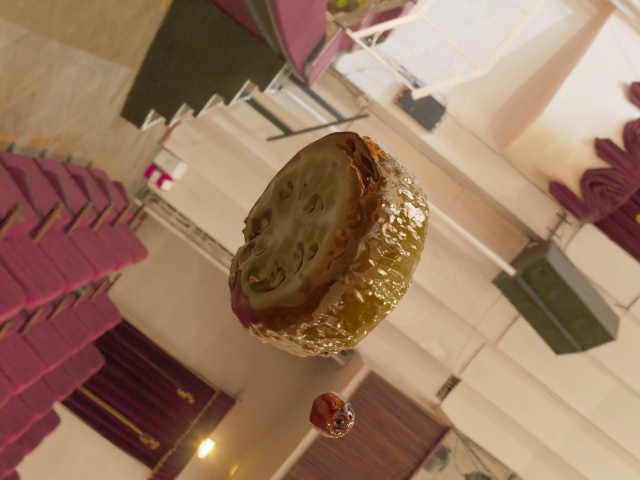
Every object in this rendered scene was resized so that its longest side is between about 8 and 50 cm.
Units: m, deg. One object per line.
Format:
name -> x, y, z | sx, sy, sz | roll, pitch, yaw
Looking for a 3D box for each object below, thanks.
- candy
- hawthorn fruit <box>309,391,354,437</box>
candy -> 0.000, 0.000, 0.678 | 0.260, 0.118, 0.259 | -31, -137, 33
hawthorn fruit -> 0.020, 0.280, 0.976 | 0.077, 0.077, 0.077 | -51, -175, 6
